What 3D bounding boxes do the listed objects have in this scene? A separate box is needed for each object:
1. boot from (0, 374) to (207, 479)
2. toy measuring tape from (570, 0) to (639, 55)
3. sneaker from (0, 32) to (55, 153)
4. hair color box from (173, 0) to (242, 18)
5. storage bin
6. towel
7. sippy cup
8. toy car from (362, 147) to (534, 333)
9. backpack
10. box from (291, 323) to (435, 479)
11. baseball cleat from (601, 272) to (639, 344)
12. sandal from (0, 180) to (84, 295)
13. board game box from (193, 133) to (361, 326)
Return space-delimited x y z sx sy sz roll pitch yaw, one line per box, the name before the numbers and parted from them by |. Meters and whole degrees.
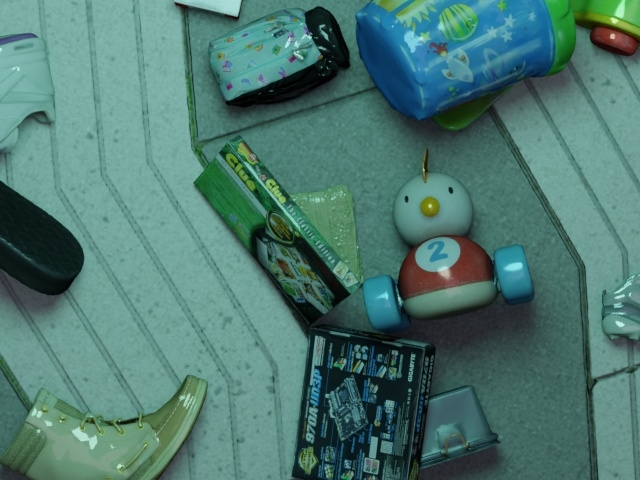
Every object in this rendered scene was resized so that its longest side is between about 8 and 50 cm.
boot | -0.298 0.255 1.847 0.203 0.095 0.262 36 95 -5
toy measuring tape | 0.364 -0.339 1.845 0.330 0.121 0.121 21 92 -6
sneaker | -0.473 -0.171 1.741 0.305 0.114 0.152 -24 107 -36
hair color box | -0.139 -0.396 1.831 0.093 0.053 0.167 13 94 -4
storage bin | 0.176 0.262 1.888 0.135 0.098 0.091 -17 85 -3
towel | 0.000 0.000 1.883 0.110 0.027 0.148 -9 96 -3
sippy cup | 0.174 -0.277 1.743 0.224 0.240 0.306 -31 111 -14
toy car | 0.158 -0.012 1.820 0.219 0.210 0.238 -14 82 8
backpack | -0.059 -0.250 1.813 0.182 0.152 0.115 -19 90 9
box | 0.059 0.239 1.855 0.175 0.051 0.220 8 93 24
baseball cleat | 0.505 0.095 1.909 0.205 0.072 0.110 0 87 -8
sandal | -0.524 -0.061 1.779 0.445 0.167 0.107 40 114 -7
board game box | -0.062 -0.011 1.812 0.030 0.136 0.260 -38 89 -32
